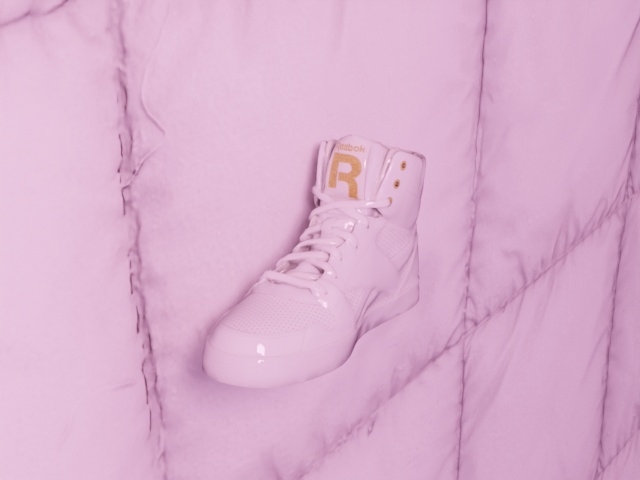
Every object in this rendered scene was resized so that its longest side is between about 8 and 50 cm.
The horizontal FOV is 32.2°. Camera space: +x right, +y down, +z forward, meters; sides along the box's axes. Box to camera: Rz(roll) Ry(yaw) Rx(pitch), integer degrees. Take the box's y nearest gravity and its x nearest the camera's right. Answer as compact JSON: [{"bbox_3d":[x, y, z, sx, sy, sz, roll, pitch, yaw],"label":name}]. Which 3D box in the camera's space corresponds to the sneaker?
[{"bbox_3d":[0.000,0.000,0.889,0.292,0.108,0.169,-30,127,-59],"label":"sneaker"}]
